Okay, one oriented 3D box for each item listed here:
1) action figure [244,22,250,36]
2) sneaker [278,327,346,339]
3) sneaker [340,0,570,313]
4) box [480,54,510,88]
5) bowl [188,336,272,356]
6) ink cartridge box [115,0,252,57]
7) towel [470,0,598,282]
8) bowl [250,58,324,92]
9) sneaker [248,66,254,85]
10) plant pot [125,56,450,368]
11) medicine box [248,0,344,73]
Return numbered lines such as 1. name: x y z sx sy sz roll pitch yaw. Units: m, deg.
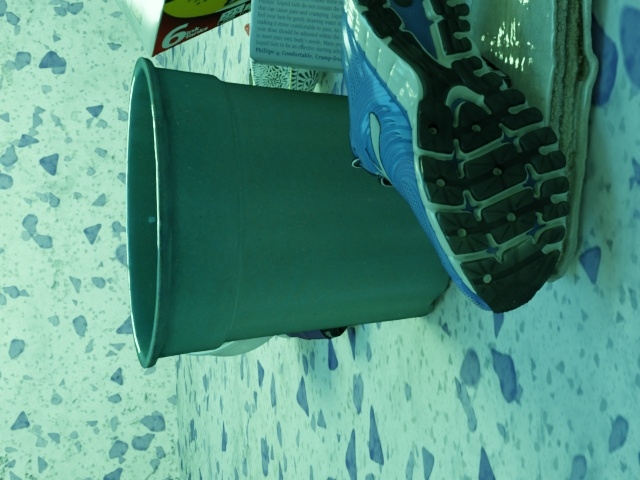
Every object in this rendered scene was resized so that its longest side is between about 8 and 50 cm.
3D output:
1. action figure: -0.084 -0.492 1.852 0.139 0.091 0.280 -106 20 -48
2. sneaker: 0.000 0.000 1.586 0.124 0.107 0.283 0 93 36
3. sneaker: 0.103 -0.085 0.951 0.147 0.129 0.330 108 146 -61
4. box: 0.144 -0.128 1.005 0.083 0.018 0.067 -120 31 -62
5. bowl: -0.135 0.078 1.877 0.134 0.297 0.298 41 -152 -46
6. ink cartridge box: -0.121 -0.422 1.544 0.130 0.309 0.272 58 159 7
7. towel: 0.181 -0.122 0.996 0.187 0.049 0.282 -133 43 -70
8. bowl: -0.043 -0.277 1.715 0.170 0.080 0.170 173 90 -67
9. sneaker: -0.083 -0.281 1.885 0.234 0.078 0.106 111 151 -58
10. plant pot: -0.041 -0.034 1.268 0.341 0.334 0.341 178 90 -74
11. medicine box: 0.018 -0.360 1.238 0.263 0.149 0.289 -76 -8 -67
